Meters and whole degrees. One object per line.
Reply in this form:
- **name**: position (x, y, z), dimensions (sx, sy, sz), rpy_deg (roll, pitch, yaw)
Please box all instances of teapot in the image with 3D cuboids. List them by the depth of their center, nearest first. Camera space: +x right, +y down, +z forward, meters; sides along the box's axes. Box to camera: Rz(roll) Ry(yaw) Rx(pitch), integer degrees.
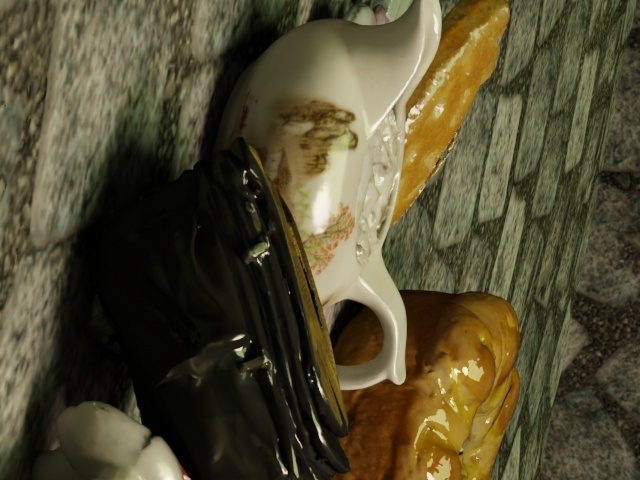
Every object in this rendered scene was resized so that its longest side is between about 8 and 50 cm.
- **teapot**: position (0.007, -0.039, 1.345), dimensions (0.204, 0.139, 0.298), rpy_deg (-56, 154, -61)

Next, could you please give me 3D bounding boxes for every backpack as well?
- **backpack**: position (-0.048, 0.084, 1.151), dimensions (0.206, 0.133, 0.258), rpy_deg (40, 27, -78)

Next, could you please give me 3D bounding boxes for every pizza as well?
- **pizza**: position (0.078, -0.106, 1.647), dimensions (0.127, 0.058, 0.246), rpy_deg (-6, 127, -61)

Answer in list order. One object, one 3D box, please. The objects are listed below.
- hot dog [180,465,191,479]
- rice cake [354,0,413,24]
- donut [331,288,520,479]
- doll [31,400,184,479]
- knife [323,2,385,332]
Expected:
- **hot dog**: position (-0.103, 0.177, 1.301), dimensions (0.062, 0.038, 0.144), rpy_deg (76, 30, -60)
- **rice cake**: position (0.080, -0.255, 1.642), dimensions (0.189, 0.037, 0.198), rpy_deg (59, 45, -69)
- **donut**: position (0.088, 0.182, 1.810), dimensions (0.317, 0.150, 0.299), rpy_deg (79, 27, -58)
- **doll**: position (-0.150, 0.166, 0.966), dimensions (0.271, 0.144, 0.208), rpy_deg (-60, 178, -42)
- **knife**: position (-0.001, 0.000, 1.549), dimensions (0.132, 0.038, 0.399), rpy_deg (-40, 141, -64)
